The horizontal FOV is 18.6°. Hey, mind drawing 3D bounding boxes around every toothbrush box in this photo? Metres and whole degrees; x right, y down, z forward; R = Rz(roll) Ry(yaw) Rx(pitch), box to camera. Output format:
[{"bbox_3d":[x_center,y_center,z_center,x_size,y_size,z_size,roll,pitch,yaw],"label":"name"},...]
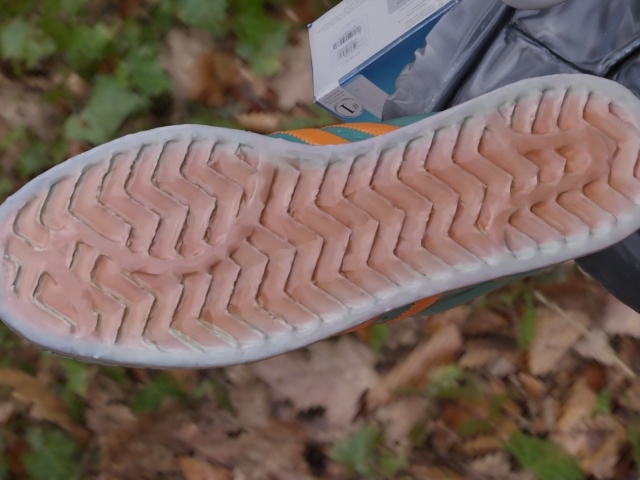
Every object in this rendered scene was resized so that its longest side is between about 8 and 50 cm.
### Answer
[{"bbox_3d":[0.164,-0.185,2.198,0.216,0.295,0.126,-32,45,31],"label":"toothbrush box"}]

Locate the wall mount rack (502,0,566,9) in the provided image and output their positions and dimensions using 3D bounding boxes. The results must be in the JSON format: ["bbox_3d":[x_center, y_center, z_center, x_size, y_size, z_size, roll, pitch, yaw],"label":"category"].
[{"bbox_3d":[0.195,-0.215,0.808,0.130,0.304,0.350,46,111,27],"label":"wall mount rack"}]

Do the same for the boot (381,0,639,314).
[{"bbox_3d":[0.316,-0.082,1.187,0.445,0.146,0.367,33,85,20],"label":"boot"}]

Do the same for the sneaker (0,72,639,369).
[{"bbox_3d":[0.000,0.000,0.880,0.302,0.121,0.108,-10,82,-8],"label":"sneaker"}]
